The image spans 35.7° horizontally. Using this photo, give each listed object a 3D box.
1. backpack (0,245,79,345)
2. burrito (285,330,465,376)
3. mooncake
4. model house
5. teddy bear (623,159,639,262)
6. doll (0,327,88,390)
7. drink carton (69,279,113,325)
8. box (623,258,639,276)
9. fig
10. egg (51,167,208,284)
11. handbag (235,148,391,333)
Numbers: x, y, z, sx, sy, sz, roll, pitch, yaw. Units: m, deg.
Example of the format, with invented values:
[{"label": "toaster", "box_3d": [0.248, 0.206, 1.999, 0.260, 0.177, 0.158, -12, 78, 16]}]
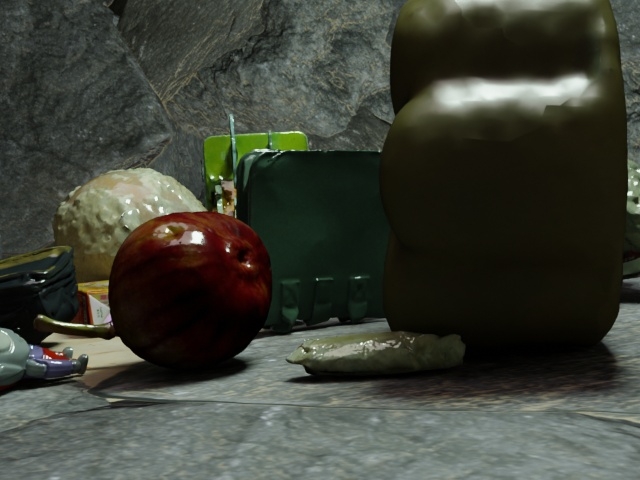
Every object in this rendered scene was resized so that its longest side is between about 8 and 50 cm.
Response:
[{"label": "backpack", "box_3d": [-0.464, 0.100, 1.379, 0.258, 0.133, 0.206, -9, 11, 4]}, {"label": "burrito", "box_3d": [0.057, 0.119, 1.043, 0.188, 0.045, 0.058, -5, -4, 4]}, {"label": "mooncake", "box_3d": [0.207, -0.090, 1.170, 0.262, 0.467, 0.467, 0, 3, 9]}, {"label": "model house", "box_3d": [-0.113, -0.077, 2.018, 0.242, 0.358, 0.313, -2, 1, -9]}, {"label": "teddy bear", "box_3d": [0.372, 0.006, 1.567, 0.367, 0.225, 0.357, -28, 26, -1]}, {"label": "doll", "box_3d": [-0.360, 0.131, 1.083, 0.102, 0.075, 0.227, 12, 1, 43]}, {"label": "drink carton", "box_3d": [-0.344, 0.104, 1.581, 0.096, 0.071, 0.223, -5, 2, -23]}, {"label": "box", "box_3d": [0.477, -0.002, 1.894, 0.148, 0.156, 0.231, -8, 6, -31]}, {"label": "fig", "box_3d": [-0.177, 0.079, 1.173, 0.249, 0.186, 0.204, -39, 1, 27]}, {"label": "egg", "box_3d": [-0.334, 0.001, 1.806, 0.310, 0.279, 0.279, 28, 1, -4]}, {"label": "handbag", "box_3d": [-0.001, -0.001, 1.421, 0.247, 0.260, 0.079, 0, 4, -27]}]
